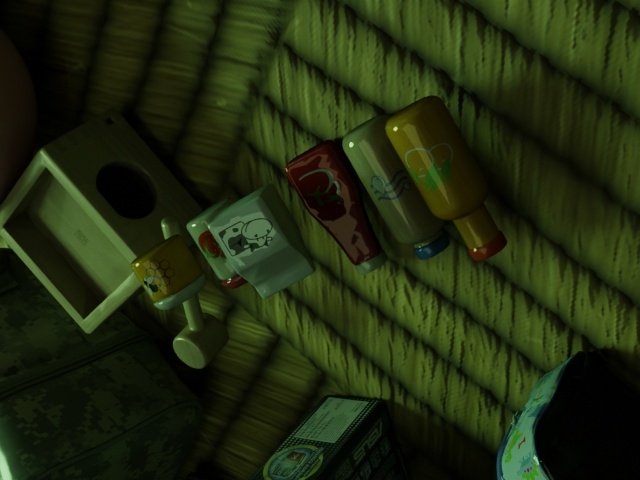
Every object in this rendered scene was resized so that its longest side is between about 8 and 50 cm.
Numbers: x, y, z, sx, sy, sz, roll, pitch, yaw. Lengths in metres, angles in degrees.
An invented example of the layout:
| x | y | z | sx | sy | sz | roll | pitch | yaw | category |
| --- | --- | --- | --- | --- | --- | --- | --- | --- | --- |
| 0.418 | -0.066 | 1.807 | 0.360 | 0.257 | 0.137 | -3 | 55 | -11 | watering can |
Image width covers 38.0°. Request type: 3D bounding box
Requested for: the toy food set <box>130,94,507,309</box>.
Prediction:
| x | y | z | sx | sy | sz | roll | pitch | yaw | category |
| --- | --- | --- | --- | --- | --- | --- | --- | --- | --- |
| 0.000 | 0.000 | 0.622 | 0.232 | 0.111 | 0.104 | -29 | 101 | 13 | toy food set |

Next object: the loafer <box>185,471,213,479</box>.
| x | y | z | sx | sy | sz | roll | pitch | yaw | category |
| --- | --- | --- | --- | --- | --- | --- | --- | --- | --- |
| -0.123 | 0.334 | 0.968 | 0.080 | 0.078 | 0.220 | 20 | 129 | 26 | loafer |

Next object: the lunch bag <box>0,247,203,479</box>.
| x | y | z | sx | sy | sz | roll | pitch | yaw | category |
| --- | --- | --- | --- | --- | --- | --- | --- | --- | --- |
| -0.289 | 0.183 | 0.916 | 0.256 | 0.213 | 0.305 | 48 | 137 | 25 | lunch bag |

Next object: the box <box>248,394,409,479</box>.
| x | y | z | sx | sy | sz | roll | pitch | yaw | category |
| --- | --- | --- | --- | --- | --- | --- | --- | --- | --- |
| -0.011 | 0.284 | 0.717 | 0.060 | 0.270 | 0.216 | 0 | 118 | 38 | box |

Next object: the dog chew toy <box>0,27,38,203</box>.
| x | y | z | sx | sy | sz | roll | pitch | yaw | category |
| --- | --- | --- | --- | --- | --- | --- | --- | --- | --- |
| -0.375 | -0.076 | 0.812 | 0.206 | 0.207 | 0.332 | 52 | 143 | -3 | dog chew toy |

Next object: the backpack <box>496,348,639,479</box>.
| x | y | z | sx | sy | sz | roll | pitch | yaw | category |
| --- | --- | --- | --- | --- | --- | --- | --- | --- | --- |
| 0.167 | 0.146 | 0.601 | 0.105 | 0.114 | 0.084 | 42 | 135 | 5 | backpack |

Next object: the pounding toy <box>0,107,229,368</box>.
| x | y | z | sx | sy | sz | roll | pitch | yaw | category |
| --- | --- | --- | --- | --- | --- | --- | --- | --- | --- |
| -0.137 | 0.002 | 0.749 | 0.206 | 0.094 | 0.181 | 49 | 135 | -3 | pounding toy |
